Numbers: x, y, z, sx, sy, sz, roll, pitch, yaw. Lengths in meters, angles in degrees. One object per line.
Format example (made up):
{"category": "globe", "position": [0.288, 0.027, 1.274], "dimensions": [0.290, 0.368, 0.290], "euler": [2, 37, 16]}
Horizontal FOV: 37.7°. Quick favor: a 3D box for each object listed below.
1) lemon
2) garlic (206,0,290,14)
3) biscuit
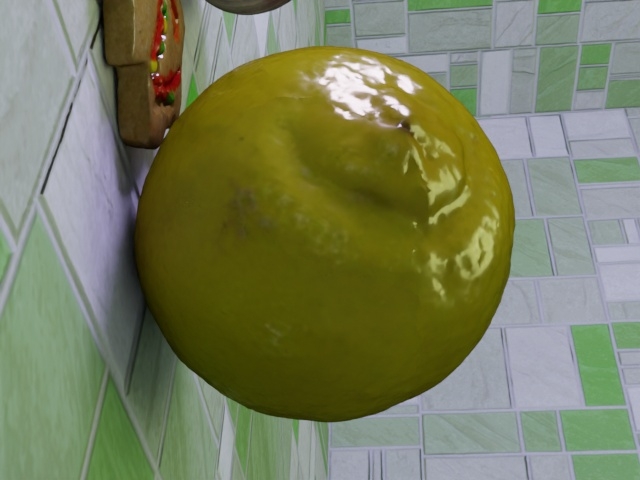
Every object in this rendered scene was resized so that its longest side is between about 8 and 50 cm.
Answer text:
{"category": "lemon", "position": [0.000, 0.000, 0.828], "dimensions": [0.348, 0.348, 0.347], "euler": [-3, 90, -85]}
{"category": "garlic", "position": [-0.053, -0.377, 1.027], "dimensions": [0.207, 0.257, 0.207], "euler": [54, 5, -7]}
{"category": "biscuit", "position": [-0.151, -0.199, 0.812], "dimensions": [0.238, 0.041, 0.212], "euler": [83, 8, -45]}
